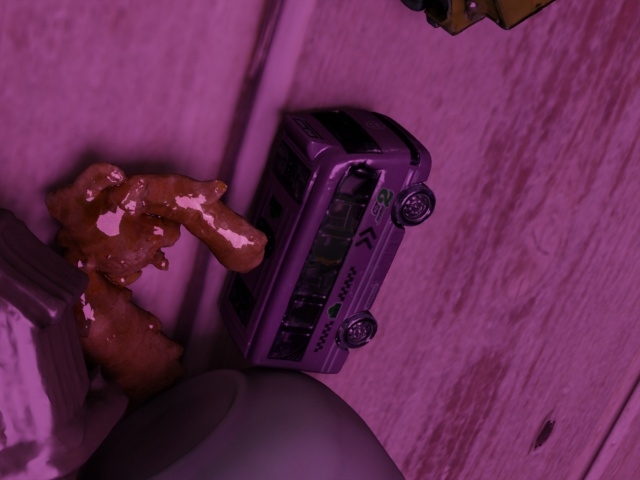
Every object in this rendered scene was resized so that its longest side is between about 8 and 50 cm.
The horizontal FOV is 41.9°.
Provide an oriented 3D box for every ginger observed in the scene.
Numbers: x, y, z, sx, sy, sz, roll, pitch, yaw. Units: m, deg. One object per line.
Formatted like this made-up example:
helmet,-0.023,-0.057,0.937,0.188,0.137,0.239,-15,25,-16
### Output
ginger,-0.124,0.031,0.540,0.193,0.052,0.176,-30,121,5

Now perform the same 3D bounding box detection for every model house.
model house,-0.233,0.070,0.448,0.229,0.122,0.188,-17,116,-12

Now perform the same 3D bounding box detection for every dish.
dish,-0.076,0.170,0.556,0.256,0.256,0.117,-32,105,-9

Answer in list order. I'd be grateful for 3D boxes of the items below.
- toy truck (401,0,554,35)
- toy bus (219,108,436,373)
toy truck,0.098,-0.214,0.429,0.128,0.135,0.259,-33,149,-10
toy bus,0.000,0.000,0.569,0.098,0.087,0.178,8,116,-30
